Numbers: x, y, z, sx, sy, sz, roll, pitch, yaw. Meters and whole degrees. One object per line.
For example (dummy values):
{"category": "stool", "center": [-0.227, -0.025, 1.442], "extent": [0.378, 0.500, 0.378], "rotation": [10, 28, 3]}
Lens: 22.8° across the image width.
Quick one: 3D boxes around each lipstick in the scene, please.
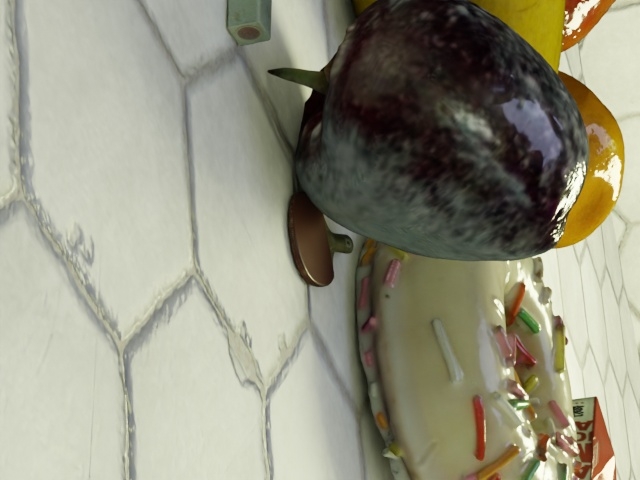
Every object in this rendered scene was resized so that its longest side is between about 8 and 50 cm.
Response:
{"category": "lipstick", "center": [-0.059, -0.228, 1.341], "extent": [0.030, 0.030, 0.129], "rotation": [52, 33, -57]}

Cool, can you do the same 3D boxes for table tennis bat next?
{"category": "table tennis bat", "center": [0.000, 0.000, 1.447], "extent": [0.156, 0.013, 0.087], "rotation": [5, 73, -71]}

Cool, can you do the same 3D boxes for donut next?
{"category": "donut", "center": [0.163, 0.134, 1.629], "extent": [0.382, 0.142, 0.383], "rotation": [-16, 90, -69]}

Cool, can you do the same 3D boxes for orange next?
{"category": "orange", "center": [0.274, -0.094, 2.032], "extent": [0.183, 0.249, 0.249], "rotation": [-55, 136, -44]}

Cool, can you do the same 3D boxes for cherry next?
{"category": "cherry", "center": [0.095, -0.097, 1.399], "extent": [0.218, 0.296, 0.255], "rotation": [-59, -178, -26]}

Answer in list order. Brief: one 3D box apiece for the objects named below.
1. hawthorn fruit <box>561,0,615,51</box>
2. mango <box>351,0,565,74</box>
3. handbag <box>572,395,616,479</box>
{"category": "hawthorn fruit", "center": [0.278, -0.378, 2.128], "extent": [0.300, 0.275, 0.275], "rotation": [-105, -175, -84]}
{"category": "mango", "center": [0.155, -0.244, 1.718], "extent": [0.301, 0.220, 0.445], "rotation": [-23, 108, -66]}
{"category": "handbag", "center": [0.247, 0.307, 1.813], "extent": [0.298, 0.171, 0.151], "rotation": [-61, 140, -66]}
